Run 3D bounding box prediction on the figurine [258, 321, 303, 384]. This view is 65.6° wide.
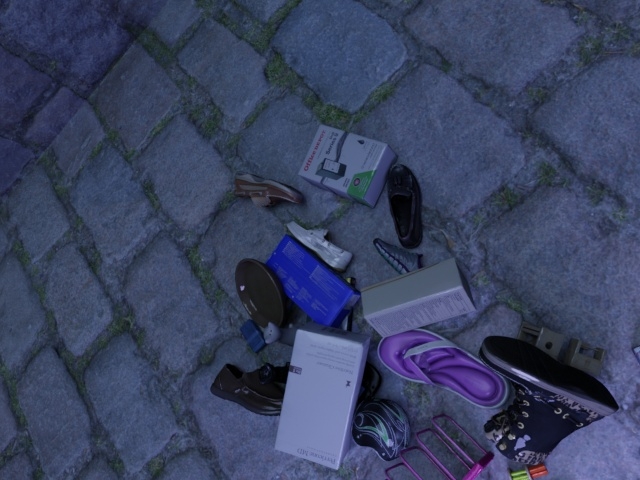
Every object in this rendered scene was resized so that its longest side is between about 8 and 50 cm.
[{"bbox_3d":[-0.136,0.381,1.679,0.092,0.209,0.214,-1,77,26],"label":"figurine"}]

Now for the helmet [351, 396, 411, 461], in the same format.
[{"bbox_3d":[0.193,0.568,1.499,0.162,0.169,0.169,8,81,37],"label":"helmet"}]

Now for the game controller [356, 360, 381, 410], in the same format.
[{"bbox_3d":[0.063,0.524,1.627,0.166,0.067,0.319,35,95,29],"label":"game controller"}]

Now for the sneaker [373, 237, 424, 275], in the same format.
[{"bbox_3d":[0.275,0.056,1.636,0.098,0.083,0.223,-43,73,0],"label":"sneaker"}]

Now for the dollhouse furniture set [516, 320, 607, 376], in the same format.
[{"bbox_3d":[0.649,0.321,1.371,0.184,0.129,0.129,20,88,-1],"label":"dollhouse furniture set"}]

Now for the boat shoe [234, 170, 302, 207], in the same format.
[{"bbox_3d":[-0.207,-0.178,1.913,0.324,0.123,0.116,19,94,35],"label":"boat shoe"}]

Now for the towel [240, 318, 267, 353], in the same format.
[{"bbox_3d":[-0.248,0.355,1.845,0.067,0.029,0.119,-44,63,11],"label":"towel"}]

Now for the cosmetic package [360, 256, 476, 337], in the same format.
[{"bbox_3d":[0.297,0.181,1.526,0.309,0.160,0.113,-21,47,19],"label":"cosmetic package"}]

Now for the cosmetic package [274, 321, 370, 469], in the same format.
[{"bbox_3d":[0.009,0.467,1.531,0.217,0.156,0.385,10,91,14],"label":"cosmetic package"}]

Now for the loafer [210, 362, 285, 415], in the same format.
[{"bbox_3d":[-0.232,0.516,1.737,0.366,0.134,0.130,8,82,28],"label":"loafer"}]

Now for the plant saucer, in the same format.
[{"bbox_3d":[-0.212,0.190,1.785,0.278,0.041,0.277,25,126,40],"label":"plant saucer"}]

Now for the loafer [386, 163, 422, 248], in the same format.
[{"bbox_3d":[0.279,-0.126,1.659,0.109,0.095,0.302,-14,72,23],"label":"loafer"}]

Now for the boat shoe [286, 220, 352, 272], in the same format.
[{"bbox_3d":[0.000,0.000,1.773,0.277,0.098,0.096,37,95,20],"label":"boat shoe"}]

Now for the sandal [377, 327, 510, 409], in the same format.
[{"bbox_3d":[0.357,0.369,1.495,0.416,0.102,0.169,15,83,30],"label":"sandal"}]

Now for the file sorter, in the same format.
[{"bbox_3d":[0.309,0.655,1.395,0.182,0.202,0.290,42,98,30],"label":"file sorter"}]

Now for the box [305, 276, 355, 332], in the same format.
[{"bbox_3d":[0.033,0.240,1.722,0.159,0.044,0.233,0,78,28],"label":"box"}]

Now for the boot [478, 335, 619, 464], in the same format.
[{"bbox_3d":[0.517,0.419,1.274,0.377,0.138,0.284,24,119,-11],"label":"boot"}]

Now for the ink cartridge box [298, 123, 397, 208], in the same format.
[{"bbox_3d":[0.093,-0.268,1.772,0.289,0.121,0.211,23,88,30],"label":"ink cartridge box"}]

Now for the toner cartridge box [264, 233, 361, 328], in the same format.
[{"bbox_3d":[-0.037,0.142,1.713,0.348,0.075,0.165,40,97,30],"label":"toner cartridge box"}]

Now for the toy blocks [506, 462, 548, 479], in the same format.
[{"bbox_3d":[0.596,0.657,1.333,0.148,0.054,0.123,-24,69,20],"label":"toy blocks"}]

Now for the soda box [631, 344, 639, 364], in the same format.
[{"bbox_3d":[0.870,0.351,1.264,0.058,0.063,0.183,-27,67,18],"label":"soda box"}]

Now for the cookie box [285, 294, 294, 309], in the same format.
[{"bbox_3d":[-0.142,0.194,1.824,0.107,0.040,0.091,15,84,28],"label":"cookie box"}]
